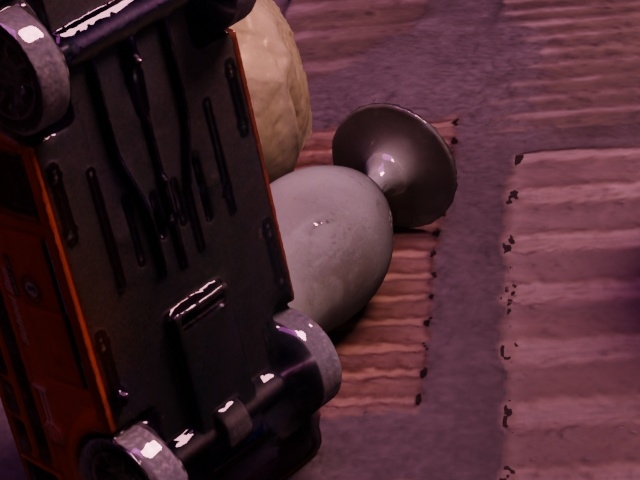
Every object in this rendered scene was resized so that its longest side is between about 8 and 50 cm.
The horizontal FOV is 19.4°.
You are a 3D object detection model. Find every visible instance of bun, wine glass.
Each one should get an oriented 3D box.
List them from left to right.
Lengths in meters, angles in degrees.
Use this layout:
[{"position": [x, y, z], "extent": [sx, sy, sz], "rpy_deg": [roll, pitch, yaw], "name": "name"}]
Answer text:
[{"position": [-0.086, -0.065, 1.188], "extent": [0.220, 0.134, 0.220], "rpy_deg": [-52, 11, 14], "name": "bun"}, {"position": [0.000, 0.000, 1.103], "extent": [0.093, 0.093, 0.202], "rpy_deg": [7, 34, 28], "name": "wine glass"}]

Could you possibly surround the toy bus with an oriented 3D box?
[{"position": [-0.104, -0.012, 0.916], "extent": [0.153, 0.329, 0.143], "rpy_deg": [15, 38, 41], "name": "toy bus"}]
